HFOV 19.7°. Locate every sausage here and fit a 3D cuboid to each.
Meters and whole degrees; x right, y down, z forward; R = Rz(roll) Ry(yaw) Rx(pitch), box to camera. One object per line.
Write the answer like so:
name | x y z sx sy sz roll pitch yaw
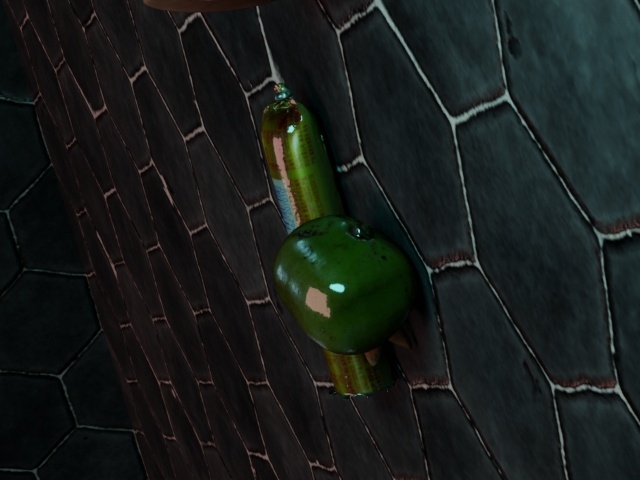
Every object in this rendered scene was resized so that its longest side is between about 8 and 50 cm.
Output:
sausage | 0.000 0.000 2.046 0.082 0.082 0.371 -149 40 -66

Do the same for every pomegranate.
pomegranate | 0.037 0.058 1.932 0.152 0.131 0.191 48 179 39

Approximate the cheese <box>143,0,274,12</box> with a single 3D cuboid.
cheese | -0.089 -0.284 1.652 0.203 0.177 0.128 46 166 -6
